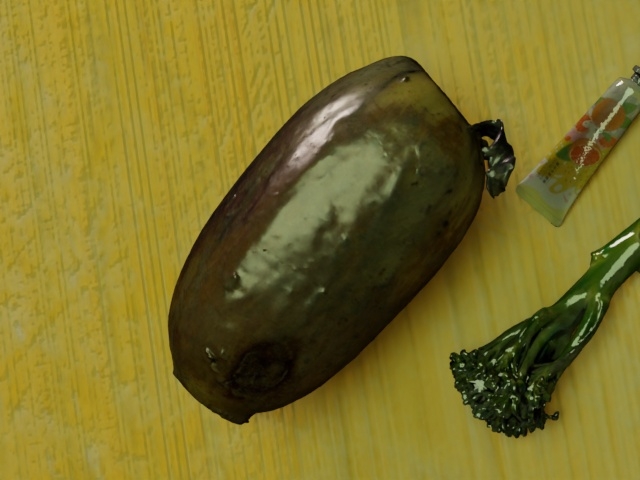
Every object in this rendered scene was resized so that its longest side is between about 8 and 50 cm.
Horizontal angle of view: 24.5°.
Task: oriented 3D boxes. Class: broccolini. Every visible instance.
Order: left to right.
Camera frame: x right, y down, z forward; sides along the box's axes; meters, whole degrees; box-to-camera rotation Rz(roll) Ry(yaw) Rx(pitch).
[{"bbox_3d":[0.162,0.023,0.826,0.216,0.058,0.067,-46,70,10],"label":"broccolini"}]

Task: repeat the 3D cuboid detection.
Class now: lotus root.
[{"bbox_3d":[0.000,0.000,0.850,0.123,0.124,0.241,43,97,2],"label":"lotus root"}]

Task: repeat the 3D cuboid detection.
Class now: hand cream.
[{"bbox_3d":[0.157,-0.057,0.856,0.035,0.022,0.102,42,104,13],"label":"hand cream"}]
